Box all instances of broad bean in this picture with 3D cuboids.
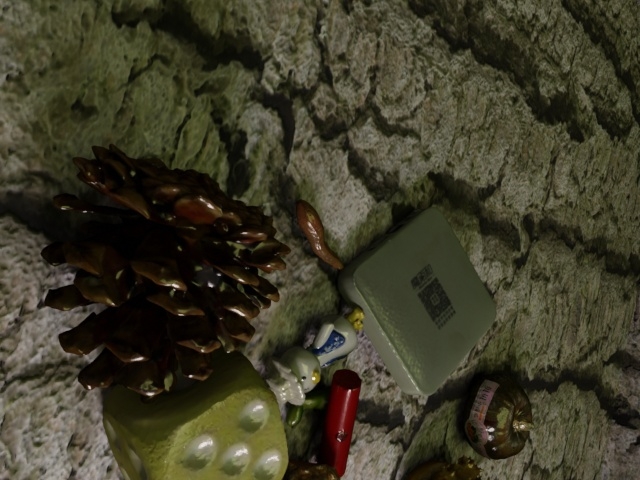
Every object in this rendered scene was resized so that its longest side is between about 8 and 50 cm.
[{"bbox_3d":[0.008,0.370,1.161,0.213,0.048,0.071,-12,103,-38],"label":"broad bean"}]

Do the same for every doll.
[{"bbox_3d":[-0.010,0.250,1.087,0.293,0.119,0.138,-33,138,-33],"label":"doll"}]

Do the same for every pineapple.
[{"bbox_3d":[-0.048,0.611,1.047,0.157,0.157,0.279,34,58,-37],"label":"pineapple"}]

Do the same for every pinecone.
[{"bbox_3d":[-0.246,0.063,0.743,0.384,0.384,0.385,-6,99,-40],"label":"pinecone"}]

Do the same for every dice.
[{"bbox_3d":[-0.211,0.331,0.848,0.226,0.238,0.233,-23,109,-36],"label":"dice"}]

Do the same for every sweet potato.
[{"bbox_3d":[0.000,0.000,1.114,0.050,0.050,0.214,-47,126,-26],"label":"sweet potato"}]

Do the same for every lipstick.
[{"bbox_3d":[0.041,0.422,1.133,0.073,0.073,0.280,-14,121,-38],"label":"lipstick"}]

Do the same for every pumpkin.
[{"bbox_3d":[0.572,0.556,1.568,0.260,0.189,0.261,-7,101,-41],"label":"pumpkin"}]

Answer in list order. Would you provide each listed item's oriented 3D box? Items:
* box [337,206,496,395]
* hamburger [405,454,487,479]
[{"bbox_3d":[0.254,0.143,1.267,0.367,0.090,0.373,-36,97,-32],"label":"box"},{"bbox_3d":[0.362,0.758,1.376,0.445,0.268,0.287,-15,101,-37],"label":"hamburger"}]
